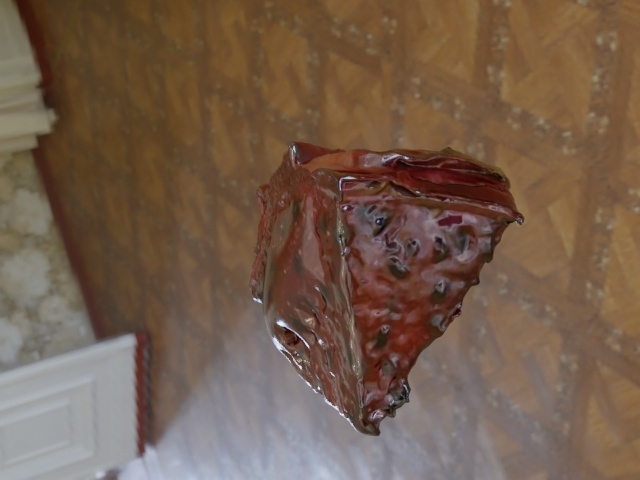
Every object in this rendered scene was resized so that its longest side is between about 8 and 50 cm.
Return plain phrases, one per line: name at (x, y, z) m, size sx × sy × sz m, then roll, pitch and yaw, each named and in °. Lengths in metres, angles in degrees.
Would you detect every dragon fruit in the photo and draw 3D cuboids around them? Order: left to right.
dragon fruit at (-0.003, -0.001, 0.422) m, size 0.097 × 0.063 × 0.131 m, roll -62°, pitch 26°, yaw 1°
